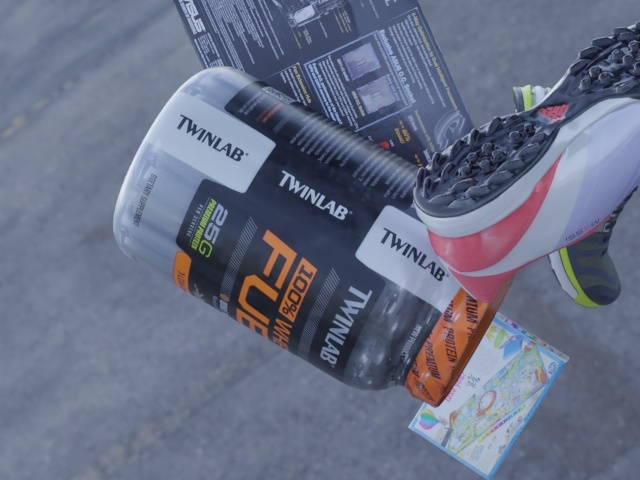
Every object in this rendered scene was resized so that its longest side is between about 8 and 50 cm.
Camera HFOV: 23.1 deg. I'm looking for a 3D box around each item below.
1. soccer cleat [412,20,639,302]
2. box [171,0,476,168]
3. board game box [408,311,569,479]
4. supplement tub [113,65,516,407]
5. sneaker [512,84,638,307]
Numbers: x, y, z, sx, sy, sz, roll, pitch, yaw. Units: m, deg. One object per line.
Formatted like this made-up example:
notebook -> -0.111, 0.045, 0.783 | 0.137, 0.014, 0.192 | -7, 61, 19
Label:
soccer cleat -> 0.221, -0.074, 1.242 | 0.318, 0.116, 0.108 | -33, 37, -11
box -> 0.012, -0.173, 1.682 | 0.242, 0.307, 0.076 | -25, 2, 7
board game box -> 0.175, 0.159, 1.633 | 0.154, 0.103, 0.026 | -59, -10, 15
supplement tub -> 0.000, 0.000, 1.428 | 0.207, 0.338, 0.207 | -57, -11, -18
sneaker -> 0.300, -0.046, 1.718 | 0.121, 0.300, 0.111 | -11, 38, 15
